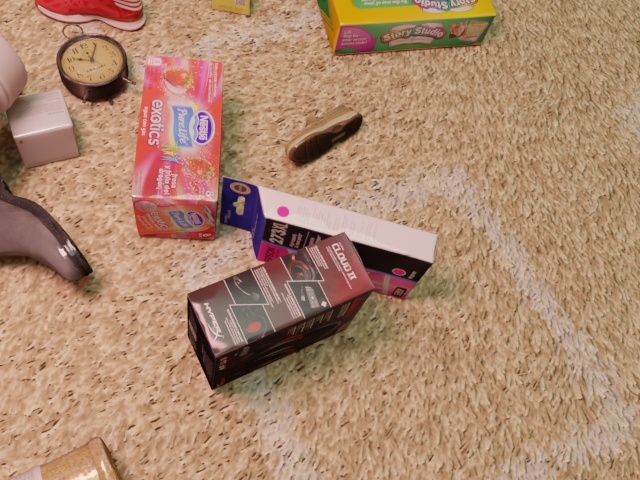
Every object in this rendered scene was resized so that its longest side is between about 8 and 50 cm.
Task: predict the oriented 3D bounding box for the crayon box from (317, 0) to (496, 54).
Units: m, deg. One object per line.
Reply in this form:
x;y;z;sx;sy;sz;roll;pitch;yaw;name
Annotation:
0.171;-0.583;1.523;0.363;0.106;0.312;-8;68;-14;crayon box

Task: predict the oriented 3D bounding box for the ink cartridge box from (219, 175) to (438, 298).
0.000;0.000;1.170;0.371;0.175;0.069;17;63;-2;ink cartridge box

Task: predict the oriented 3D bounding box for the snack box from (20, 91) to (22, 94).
-0.642;-0.344;1.301;0.064;0.022;0.178;-25;72;-22;snack box

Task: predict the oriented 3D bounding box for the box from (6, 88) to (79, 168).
-0.499;-0.200;1.214;0.101;0.102;0.087;-17;67;-19;box

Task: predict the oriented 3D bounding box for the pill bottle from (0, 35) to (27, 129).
-0.637;-0.159;1.016;0.224;0.224;0.392;24;63;1;pill bottle

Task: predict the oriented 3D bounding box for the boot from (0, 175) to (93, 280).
-0.555;0.019;1.103;0.338;0.118;0.222;33;65;20;boot

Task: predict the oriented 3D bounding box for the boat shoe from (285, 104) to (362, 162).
-0.005;-0.217;1.343;0.190;0.068;0.072;-31;61;-32;boat shoe

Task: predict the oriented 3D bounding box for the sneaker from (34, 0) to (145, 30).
-0.465;-0.503;1.351;0.222;0.128;0.086;5;64;-9;sneaker

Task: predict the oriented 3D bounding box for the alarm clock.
-0.451;-0.351;1.317;0.129;0.064;0.192;-26;74;-21;alarm clock

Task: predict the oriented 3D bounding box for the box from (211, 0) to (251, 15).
-0.182;-0.609;1.495;0.088;0.058;0.232;9;63;-5;box

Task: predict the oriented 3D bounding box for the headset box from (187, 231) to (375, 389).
-0.058;0.111;1.082;0.293;0.218;0.110;-22;72;-20;headset box

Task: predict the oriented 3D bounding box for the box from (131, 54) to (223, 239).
-0.252;-0.166;1.217;0.142;0.154;0.299;3;63;-10;box

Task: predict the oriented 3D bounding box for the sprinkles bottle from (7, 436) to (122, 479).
-0.450;0.402;0.922;0.356;0.121;0.121;-24;71;-20;sprinkles bottle
